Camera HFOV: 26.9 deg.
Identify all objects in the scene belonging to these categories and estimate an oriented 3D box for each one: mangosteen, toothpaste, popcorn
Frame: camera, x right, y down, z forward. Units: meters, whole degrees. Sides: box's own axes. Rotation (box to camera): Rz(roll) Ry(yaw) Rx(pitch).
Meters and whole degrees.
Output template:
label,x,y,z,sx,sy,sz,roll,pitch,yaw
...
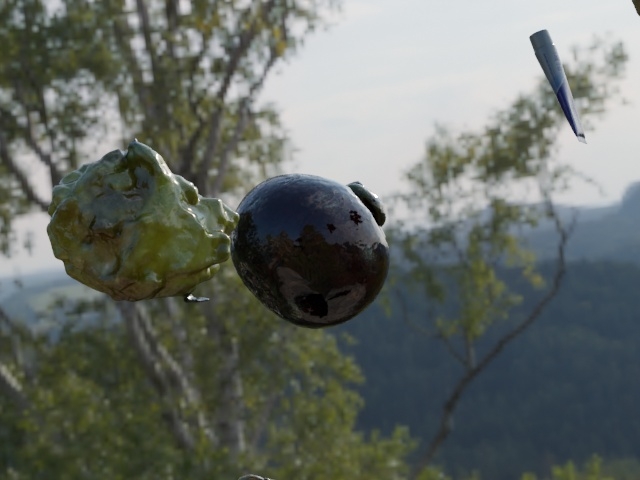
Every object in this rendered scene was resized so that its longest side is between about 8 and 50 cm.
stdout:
label,x,y,z,sx,sy,sz,roll,pitch,yaw
mangosteen,-0.002,0.007,1.740,0.216,0.216,0.216,-7,-2,0
toothpaste,0.165,-0.105,0.918,0.015,0.083,0.024,-24,-11,22
popcorn,-0.161,-0.008,1.227,0.173,0.142,0.173,7,-13,2

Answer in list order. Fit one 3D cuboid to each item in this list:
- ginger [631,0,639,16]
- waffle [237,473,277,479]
label,x,y,z,sx,sy,sz,roll,pitch,yaw
ginger,0.485,-0.357,1.648,0.116,0.109,0.263,16,-33,-32
waffle,-0.032,0.459,1.708,0.151,0.324,0.261,-38,30,5
